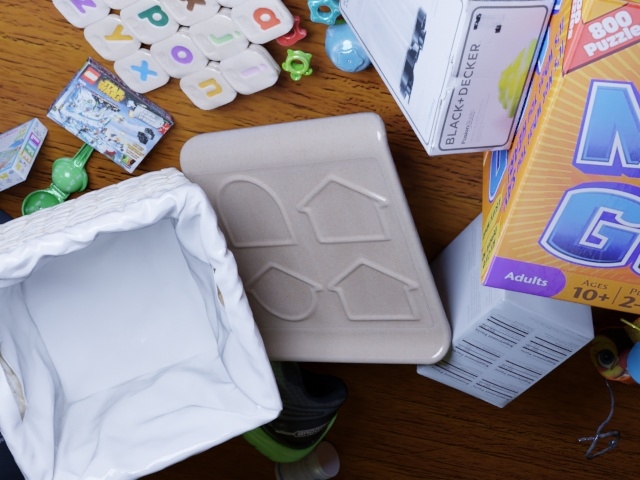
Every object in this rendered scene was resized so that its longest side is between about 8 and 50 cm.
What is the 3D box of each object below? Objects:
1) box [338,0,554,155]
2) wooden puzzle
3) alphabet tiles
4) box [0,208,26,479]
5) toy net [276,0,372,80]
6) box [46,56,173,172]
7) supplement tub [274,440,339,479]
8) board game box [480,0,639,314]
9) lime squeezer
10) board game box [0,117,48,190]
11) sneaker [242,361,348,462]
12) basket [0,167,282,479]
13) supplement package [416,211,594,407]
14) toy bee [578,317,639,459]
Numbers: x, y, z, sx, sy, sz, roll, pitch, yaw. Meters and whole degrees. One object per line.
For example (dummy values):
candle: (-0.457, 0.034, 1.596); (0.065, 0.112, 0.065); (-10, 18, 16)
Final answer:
box: (0.112, -0.234, 1.046); (0.087, 0.290, 0.169); (-5, 130, -18)
wooden puzzle: (0.000, 0.000, 1.419); (0.322, 0.080, 0.348); (-3, 116, 33)
alphabet tiles: (-0.178, -0.277, 1.248); (0.278, 0.021, 0.284); (-15, 129, 38)
box: (-0.516, 0.148, 1.586); (0.212, 0.293, 0.395); (-24, 127, 31)
toy net: (0.004, -0.289, 1.216); (0.122, 0.045, 0.232); (3, 135, 9)
box: (-0.276, -0.164, 1.382); (0.137, 0.027, 0.094); (36, 107, -26)
supplement tub: (-0.026, 0.420, 1.953); (0.107, 0.071, 0.071); (-25, 127, 33)
board game box: (0.377, -0.166, 1.051); (0.356, 0.356, 0.356); (10, 137, 0)
lime squeezer: (-0.383, -0.071, 1.480); (0.059, 0.110, 0.310); (44, 100, 11)
board game box: (-0.454, -0.102, 1.448); (0.154, 0.103, 0.026); (-19, 130, 28)
sneaker: (-0.141, 0.143, 1.640); (0.202, 0.185, 0.483); (-42, 118, 6)
basket: (-0.262, 0.104, 1.358); (0.331, 0.266, 0.328); (-21, 108, -6)
supplement package: (0.252, 0.086, 1.458); (0.149, 0.194, 0.203); (24, 136, -17)
toy bee: (0.463, 0.157, 1.544); (0.298, 0.162, 0.195); (-33, 146, -1)
